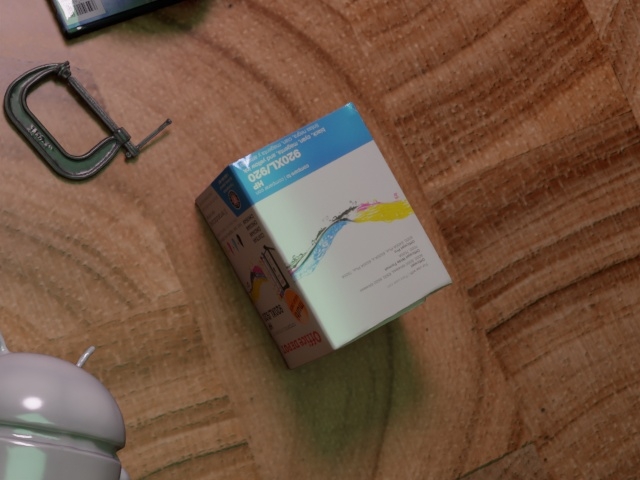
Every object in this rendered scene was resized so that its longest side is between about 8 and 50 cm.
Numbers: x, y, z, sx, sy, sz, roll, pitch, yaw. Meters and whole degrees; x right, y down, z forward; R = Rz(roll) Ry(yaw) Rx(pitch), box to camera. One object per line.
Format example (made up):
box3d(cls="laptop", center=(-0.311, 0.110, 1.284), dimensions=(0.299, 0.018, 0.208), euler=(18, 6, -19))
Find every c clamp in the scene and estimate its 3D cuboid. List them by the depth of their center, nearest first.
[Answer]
box3d(cls="c clamp", center=(-0.274, -0.143, 1.554), dimensions=(0.160, 0.022, 0.137), euler=(44, 73, -8))

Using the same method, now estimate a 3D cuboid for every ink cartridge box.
box3d(cls="ink cartridge box", center=(0.000, 0.000, 1.536), dimensions=(0.168, 0.171, 0.233), euler=(-29, 89, -22))

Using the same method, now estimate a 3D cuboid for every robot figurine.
box3d(cls="robot figurine", center=(-0.306, 0.265, 1.357), dimensions=(0.300, 0.199, 0.353), euler=(27, 66, -53))

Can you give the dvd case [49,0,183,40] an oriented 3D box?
box3d(cls="dvd case", center=(-0.266, -0.379, 1.605), dimensions=(0.180, 0.022, 0.253), euler=(-23, 87, -23))
